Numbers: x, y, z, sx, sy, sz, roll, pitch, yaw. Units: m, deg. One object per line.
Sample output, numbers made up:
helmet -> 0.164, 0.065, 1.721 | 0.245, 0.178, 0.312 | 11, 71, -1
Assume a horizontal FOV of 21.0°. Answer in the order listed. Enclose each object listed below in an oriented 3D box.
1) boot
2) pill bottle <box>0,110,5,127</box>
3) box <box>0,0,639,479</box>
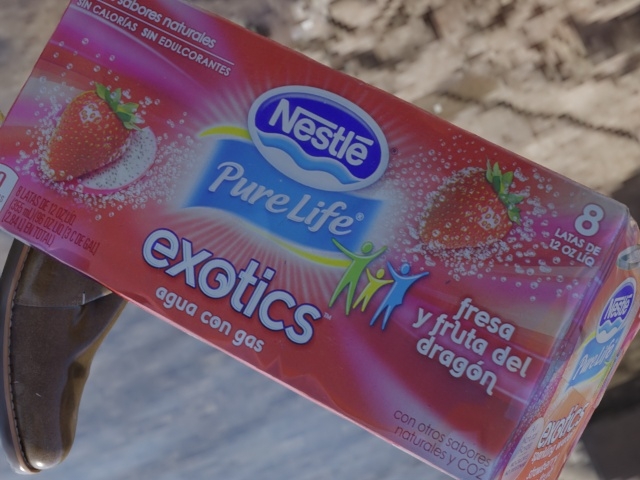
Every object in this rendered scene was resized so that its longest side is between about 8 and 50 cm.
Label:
boot -> -0.152, 0.019, 1.191 | 0.115, 0.305, 0.112 | 11, -177, 6
pill bottle -> -0.300, -0.102, 1.193 | 0.119, 0.119, 0.208 | -23, 139, 4
box -> 0.000, 0.000, 0.853 | 0.142, 0.300, 0.154 | -62, 158, -4
